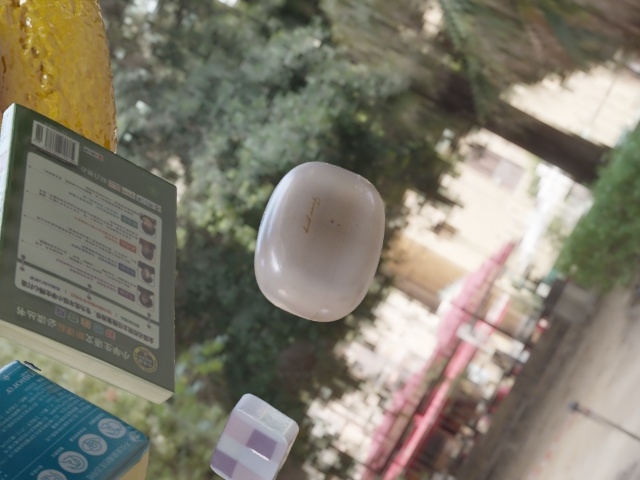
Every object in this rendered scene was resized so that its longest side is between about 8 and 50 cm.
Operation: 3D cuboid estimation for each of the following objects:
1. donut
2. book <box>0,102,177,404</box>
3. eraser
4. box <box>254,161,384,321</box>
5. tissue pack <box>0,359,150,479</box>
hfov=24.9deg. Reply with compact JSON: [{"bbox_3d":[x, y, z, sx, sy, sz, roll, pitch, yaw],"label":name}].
[{"bbox_3d":[-0.350,-0.154,1.801,0.435,0.163,0.378,-157,61,-70],"label":"donut"},{"bbox_3d":[-0.222,0.009,1.381,0.027,0.202,0.264,-36,41,32],"label":"book"},{"bbox_3d":[-0.064,0.196,1.379,0.026,0.065,0.105,-54,-8,-45],"label":"eraser"},{"bbox_3d":[0.000,0.000,1.705,0.088,0.146,0.200,121,168,-56],"label":"box"},{"bbox_3d":[-0.315,0.256,1.421,0.271,0.192,0.134,-39,-27,-54],"label":"tissue pack"}]
